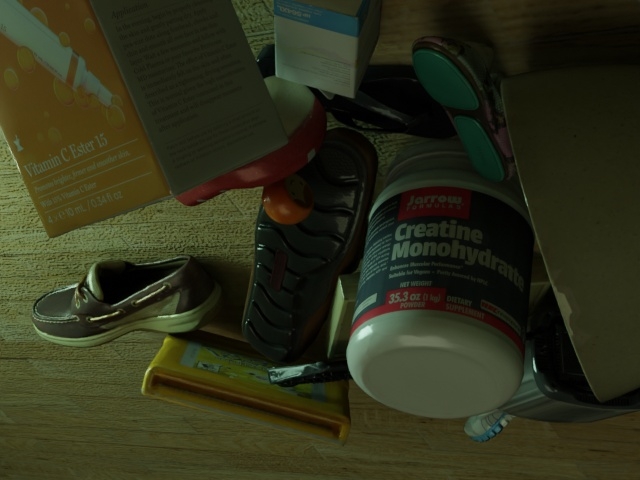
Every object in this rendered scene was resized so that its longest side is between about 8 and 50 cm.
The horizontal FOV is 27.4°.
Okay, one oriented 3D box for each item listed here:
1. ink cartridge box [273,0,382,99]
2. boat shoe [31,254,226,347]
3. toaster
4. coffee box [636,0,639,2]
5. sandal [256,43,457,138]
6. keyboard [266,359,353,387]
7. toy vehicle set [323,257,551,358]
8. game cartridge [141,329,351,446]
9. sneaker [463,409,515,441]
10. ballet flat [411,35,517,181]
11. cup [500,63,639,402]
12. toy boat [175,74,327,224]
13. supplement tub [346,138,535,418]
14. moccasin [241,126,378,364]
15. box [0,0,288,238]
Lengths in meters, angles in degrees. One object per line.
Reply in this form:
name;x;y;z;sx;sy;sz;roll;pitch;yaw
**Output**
ink cartridge box;0.008;-0.221;1.340;0.090;0.092;0.143;17;148;9
boat shoe;-0.310;0.076;1.977;0.342;0.123;0.123;-5;131;31
toaster;0.310;0.163;1.669;0.227;0.129;0.146;7;158;-22
coffee box;0.355;-0.252;1.051;0.297;0.119;0.168;26;147;-6
sandal;0.043;-0.152;1.459;0.254;0.054;0.097;12;148;16
keyboard;0.063;0.175;1.798;0.317;0.033;0.201;0;172;-39
toy vehicle set;0.144;0.087;1.662;0.267;0.035;0.166;-4;150;-11
game cartridge;-0.097;0.200;1.902;0.285;0.052;0.323;15;-172;-2
sneaker;0.252;0.226;1.908;0.083;0.071;0.190;34;139;-7
ballet flat;0.161;-0.153;1.362;0.077;0.079;0.221;16;154;42
cup;0.335;-0.034;1.259;0.237;0.331;0.331;-17;137;13
toy boat;-0.064;-0.082;1.465;0.151;0.151;0.231;48;155;-12
supplement tub;0.139;0.042;1.464;0.191;0.272;0.191;7;145;5
moccasin;0.003;0.002;1.645;0.139;0.147;0.380;30;138;19
box;-0.215;-0.204;1.281;0.215;0.168;0.345;-16;99;45
